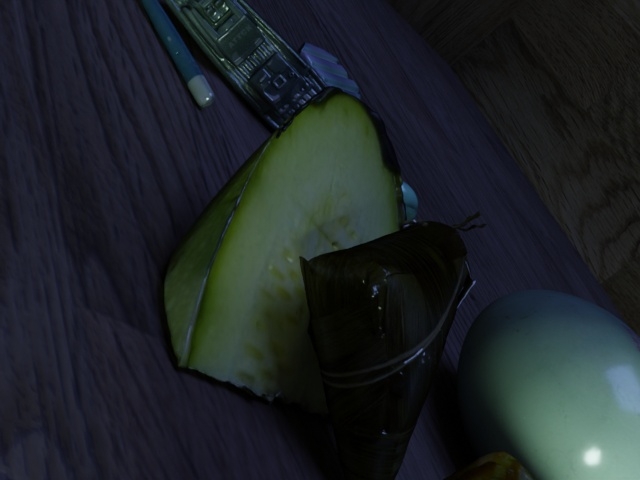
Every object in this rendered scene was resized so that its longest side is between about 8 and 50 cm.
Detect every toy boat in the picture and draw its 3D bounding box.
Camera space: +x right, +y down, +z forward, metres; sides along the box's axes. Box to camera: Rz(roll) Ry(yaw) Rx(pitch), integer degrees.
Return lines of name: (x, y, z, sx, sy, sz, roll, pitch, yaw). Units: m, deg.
toy boat: (-0.059, -0.183, 1.033, 0.260, 0.078, 0.085, 46, 0, -11)

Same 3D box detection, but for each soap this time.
soap: (-0.003, -0.204, 1.258, 0.100, 0.056, 0.149, 56, 18, 9)

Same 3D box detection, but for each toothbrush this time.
toothbrush: (-0.168, -0.233, 0.966, 0.276, 0.019, 0.025, 59, 11, 25)

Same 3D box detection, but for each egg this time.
egg: (0.216, 0.143, 0.885, 0.183, 0.183, 0.264, 42, 12, -26)

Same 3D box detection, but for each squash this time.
squash: (0.000, 0.000, 0.691, 0.237, 0.155, 0.204, 32, 23, -51)

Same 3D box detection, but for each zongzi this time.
zongzi: (0.061, 0.083, 0.685, 0.187, 0.084, 0.184, -20, 105, -58)

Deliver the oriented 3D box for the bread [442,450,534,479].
bread: (0.121, 0.235, 0.607, 0.181, 0.096, 0.222, 54, 17, 1)

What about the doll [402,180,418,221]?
doll: (0.053, -0.083, 1.145, 0.158, 0.059, 0.159, 47, 16, -11)
